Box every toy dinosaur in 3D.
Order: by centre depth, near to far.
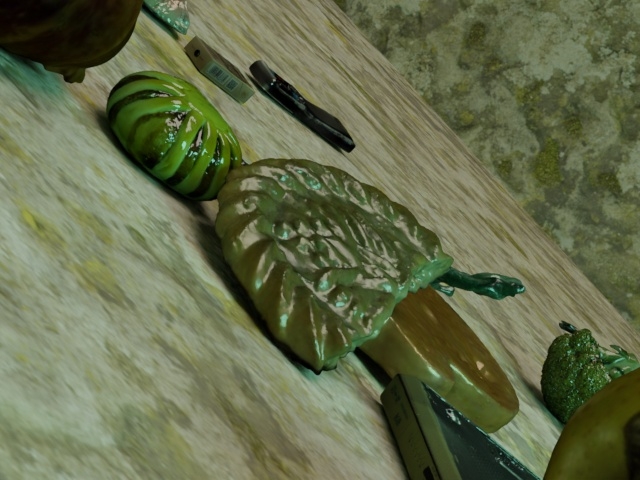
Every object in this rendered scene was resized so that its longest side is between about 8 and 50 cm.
[{"bbox_3d":[0.025,-0.018,1.800,0.383,0.076,0.129,22,-11,-7],"label":"toy dinosaur"}]

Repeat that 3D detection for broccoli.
[{"bbox_3d":[0.321,0.168,2.089,0.131,0.120,0.130,-122,-162,-70],"label":"broccoli"}]

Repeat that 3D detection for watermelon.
[{"bbox_3d":[-0.179,-0.293,2.065,0.101,0.080,0.155,52,-7,-13],"label":"watermelon"}]

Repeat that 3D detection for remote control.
[{"bbox_3d":[-0.022,-0.176,2.320,0.212,0.028,0.059,33,15,-50],"label":"remote control"}]

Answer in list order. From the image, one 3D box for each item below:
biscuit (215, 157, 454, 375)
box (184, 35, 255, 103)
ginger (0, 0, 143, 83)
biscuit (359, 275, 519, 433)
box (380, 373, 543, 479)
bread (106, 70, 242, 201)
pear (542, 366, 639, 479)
[{"bbox_3d":[0.000,0.000,1.448,0.187,0.036,0.273,41,30,5],"label":"biscuit"},{"bbox_3d":[-0.117,-0.198,2.038,0.083,0.024,0.053,33,16,-46],"label":"box"},{"bbox_3d":[-0.235,-0.273,1.285,0.418,0.254,0.176,41,13,-52],"label":"ginger"},{"bbox_3d":[0.060,0.066,1.629,0.355,0.052,0.275,37,16,-45],"label":"biscuit"},{"bbox_3d":[0.148,0.225,1.367,0.211,0.045,0.270,40,11,-20],"label":"box"},{"bbox_3d":[-0.121,-0.093,1.481,0.139,0.071,0.130,32,21,-53],"label":"bread"},{"bbox_3d":[0.319,0.245,1.099,0.418,0.362,0.362,35,13,-17],"label":"pear"}]
